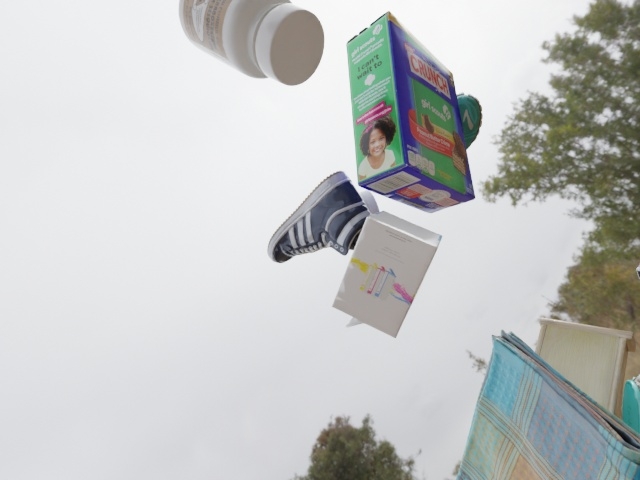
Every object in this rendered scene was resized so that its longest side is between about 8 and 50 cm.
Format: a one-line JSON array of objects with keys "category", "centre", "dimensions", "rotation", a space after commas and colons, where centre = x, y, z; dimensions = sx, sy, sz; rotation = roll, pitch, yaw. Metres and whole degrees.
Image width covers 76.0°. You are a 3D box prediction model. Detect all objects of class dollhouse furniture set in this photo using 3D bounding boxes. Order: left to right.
[{"category": "dollhouse furniture set", "centre": [0.605, 0.391, 0.934], "dimensions": [0.394, 0.362, 0.256], "rotation": [47, -119, -37]}]

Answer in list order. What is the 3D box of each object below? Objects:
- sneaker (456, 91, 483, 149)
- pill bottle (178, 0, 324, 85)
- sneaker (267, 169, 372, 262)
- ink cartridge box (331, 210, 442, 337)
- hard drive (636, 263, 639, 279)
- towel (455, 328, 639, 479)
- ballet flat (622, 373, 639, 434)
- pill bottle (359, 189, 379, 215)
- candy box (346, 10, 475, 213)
[{"category": "sneaker", "centre": [0.322, -0.228, 1.031], "dimensions": [0.110, 0.107, 0.275], "rotation": [-52, -18, -53]}, {"category": "pill bottle", "centre": [-0.107, -0.327, 0.632], "dimensions": [0.131, 0.229, 0.131], "rotation": [-33, -36, -28]}, {"category": "sneaker", "centre": [0.000, 0.000, 0.882], "dimensions": [0.099, 0.153, 0.282], "rotation": [-16, -26, -53]}, {"category": "ink cartridge box", "centre": [0.084, 0.047, 0.527], "dimensions": [0.092, 0.090, 0.143], "rotation": [-26, -42, -68]}, {"category": "hard drive", "centre": [0.948, -0.013, 0.941], "dimensions": [0.339, 0.237, 0.064], "rotation": [-53, -52, -3]}, {"category": "towel", "centre": [0.330, 0.371, 0.650], "dimensions": [0.040, 0.271, 0.370], "rotation": [-1, -69, -18]}, {"category": "ballet flat", "centre": [0.578, 0.428, 0.689], "dimensions": [0.147, 0.147, 0.408], "rotation": [-10, -74, -43]}, {"category": "pill bottle", "centre": [0.044, -0.057, 1.104], "dimensions": [0.216, 0.121, 0.121], "rotation": [-22, -41, -6]}, {"category": "candy box", "centre": [0.186, -0.242, 0.839], "dimensions": [0.268, 0.122, 0.317], "rotation": [11, -112, -45]}]
